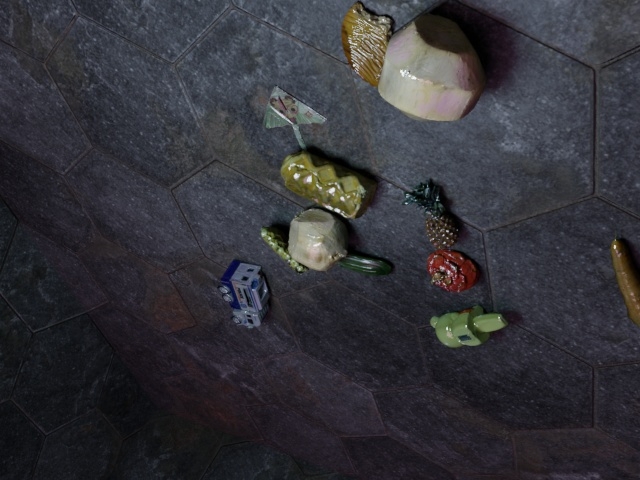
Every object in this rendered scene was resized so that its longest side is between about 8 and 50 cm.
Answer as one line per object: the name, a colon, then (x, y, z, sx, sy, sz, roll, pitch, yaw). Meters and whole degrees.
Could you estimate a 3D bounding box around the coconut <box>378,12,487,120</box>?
coconut: (0.236, -0.347, 1.426, 0.237, 0.197, 0.237, 16, 138, 15)

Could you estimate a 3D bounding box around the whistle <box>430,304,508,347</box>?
whistle: (0.454, 0.262, 2.039, 0.131, 0.106, 0.288, 46, 143, -13)

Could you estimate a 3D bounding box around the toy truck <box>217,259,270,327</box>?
toy truck: (-0.272, 0.211, 2.525, 0.155, 0.124, 0.268, 9, 136, 23)

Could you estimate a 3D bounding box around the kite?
kite: (-0.073, -0.320, 1.852, 0.229, 0.012, 0.250, 5, 137, 35)

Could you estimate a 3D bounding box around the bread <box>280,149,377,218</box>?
bread: (0.014, -0.160, 1.871, 0.268, 0.130, 0.152, 26, 153, 9)

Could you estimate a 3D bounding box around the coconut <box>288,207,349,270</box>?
coconut: (0.000, 0.003, 2.032, 0.194, 0.194, 0.194, 21, 142, 17)

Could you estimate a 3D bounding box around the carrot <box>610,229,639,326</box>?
carrot: (0.765, 0.093, 1.649, 0.078, 0.078, 0.298, -9, 121, 43)

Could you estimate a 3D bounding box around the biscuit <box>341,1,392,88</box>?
biscuit: (0.137, -0.430, 1.544, 0.228, 0.031, 0.176, 37, 146, -3)

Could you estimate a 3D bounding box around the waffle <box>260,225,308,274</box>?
waffle: (-0.114, 0.026, 2.160, 0.208, 0.054, 0.214, 49, -174, -5)

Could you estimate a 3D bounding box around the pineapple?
pineapple: (0.304, -0.058, 1.803, 0.103, 0.083, 0.221, -6, 126, 41)

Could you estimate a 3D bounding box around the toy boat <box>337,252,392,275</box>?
toy boat: (0.126, 0.073, 2.118, 0.210, 0.052, 0.104, 13, 155, 26)

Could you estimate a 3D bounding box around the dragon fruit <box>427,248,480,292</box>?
dragon fruit: (0.373, 0.085, 1.899, 0.162, 0.106, 0.083, 26, 143, 15)
